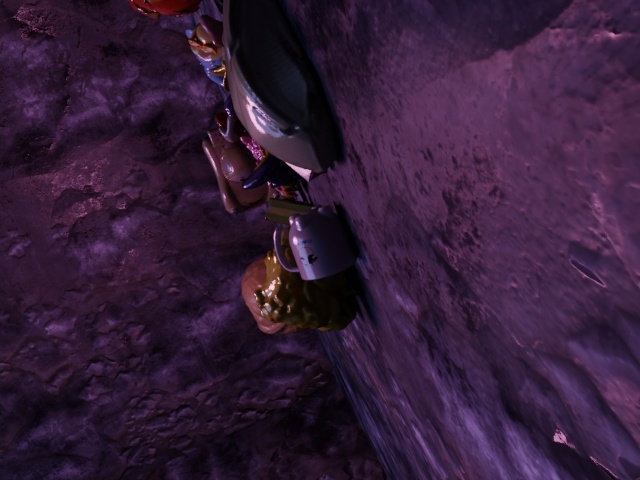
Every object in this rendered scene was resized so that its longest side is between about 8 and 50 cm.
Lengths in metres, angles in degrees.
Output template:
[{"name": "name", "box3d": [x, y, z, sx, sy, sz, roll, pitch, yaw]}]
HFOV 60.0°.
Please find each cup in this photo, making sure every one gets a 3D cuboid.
[{"name": "cup", "box3d": [-0.014, -0.001, 1.265, 0.173, 0.134, 0.142, -2, 112, 60]}]

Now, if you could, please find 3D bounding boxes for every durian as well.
[{"name": "durian", "box3d": [-0.133, -0.262, 1.526, 0.341, 0.112, 0.191, 60, 165, -16]}]

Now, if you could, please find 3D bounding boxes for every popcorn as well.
[{"name": "popcorn", "box3d": [-0.031, 0.098, 1.415, 0.235, 0.241, 0.250, -1, 76, 51]}]

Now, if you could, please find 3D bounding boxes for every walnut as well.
[{"name": "walnut", "box3d": [-0.154, 0.223, 2.317, 0.381, 0.381, 0.381, 157, 90, -83]}]

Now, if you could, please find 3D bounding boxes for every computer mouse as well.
[{"name": "computer mouse", "box3d": [-0.108, -0.302, 1.056, 0.228, 0.145, 0.429, 82, 164, -73]}]

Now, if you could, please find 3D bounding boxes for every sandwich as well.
[{"name": "sandwich", "box3d": [-0.088, -0.078, 1.583, 0.074, 0.116, 0.074, 29, 110, 61]}]

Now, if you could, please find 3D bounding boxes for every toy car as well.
[{"name": "toy car", "box3d": [-0.308, -0.290, 2.190, 0.226, 0.242, 0.336, 178, 71, -79]}]

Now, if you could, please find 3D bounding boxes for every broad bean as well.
[{"name": "broad bean", "box3d": [0.037, 0.155, 1.579, 0.175, 0.082, 0.124, 61, -169, -15]}]

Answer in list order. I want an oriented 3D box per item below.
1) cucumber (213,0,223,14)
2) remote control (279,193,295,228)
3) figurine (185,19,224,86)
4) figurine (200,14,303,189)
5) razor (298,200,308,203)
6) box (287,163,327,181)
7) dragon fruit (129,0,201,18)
[{"name": "cucumber", "box3d": [-0.276, -0.665, 1.576, 0.034, 0.033, 0.135, 22, -154, -40]}, {"name": "remote control", "box3d": [-0.087, -0.064, 1.701, 0.107, 0.044, 0.378, 28, -132, -75]}, {"name": "figurine", "box3d": [-0.304, -0.575, 1.726, 0.180, 0.154, 0.262, 53, -176, 29]}, {"name": "figurine", "box3d": [-0.158, -0.320, 1.295, 0.193, 0.154, 0.421, -36, 79, 45]}, {"name": "razor", "box3d": [-0.010, 0.005, 1.613, 0.278, 0.056, 0.111, -120, 11, -45]}, {"name": "box", "box3d": [-0.072, -0.203, 1.163, 0.207, 0.050, 0.041, 42, 145, 22]}, {"name": "dragon fruit", "box3d": [-0.341, -0.657, 1.291, 0.315, 0.250, 0.250, -58, 39, 25]}]
